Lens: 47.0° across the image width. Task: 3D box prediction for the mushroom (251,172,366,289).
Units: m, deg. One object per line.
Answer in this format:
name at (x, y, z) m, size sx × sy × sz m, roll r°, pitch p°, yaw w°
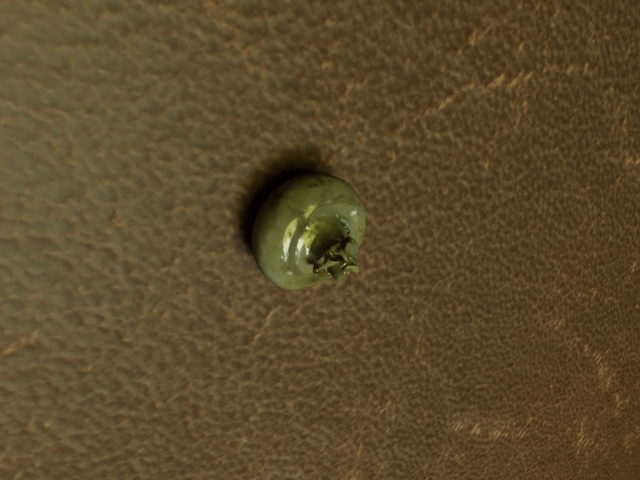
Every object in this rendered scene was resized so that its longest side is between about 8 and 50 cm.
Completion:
mushroom at (0.000, 0.000, 0.490) m, size 0.085 × 0.079 × 0.085 m, roll -19°, pitch 124°, yaw -31°
